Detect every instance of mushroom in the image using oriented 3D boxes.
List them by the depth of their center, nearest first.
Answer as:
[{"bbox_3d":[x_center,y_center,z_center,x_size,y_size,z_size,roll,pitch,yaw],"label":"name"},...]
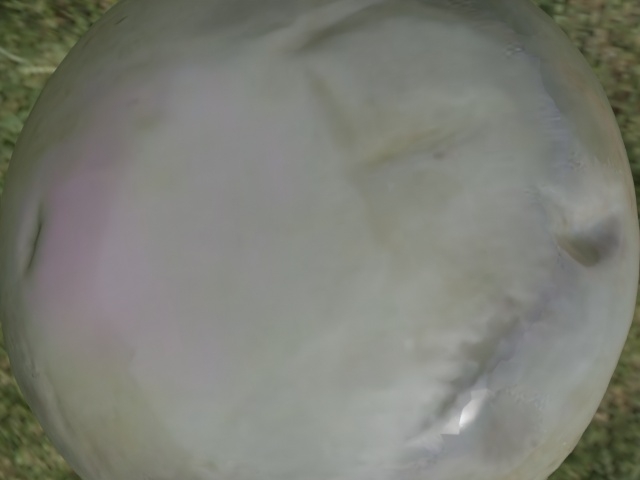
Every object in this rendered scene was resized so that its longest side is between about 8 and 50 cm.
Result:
[{"bbox_3d":[-0.008,-0.019,0.956,0.315,0.356,0.315,-4,127,-5],"label":"mushroom"}]
